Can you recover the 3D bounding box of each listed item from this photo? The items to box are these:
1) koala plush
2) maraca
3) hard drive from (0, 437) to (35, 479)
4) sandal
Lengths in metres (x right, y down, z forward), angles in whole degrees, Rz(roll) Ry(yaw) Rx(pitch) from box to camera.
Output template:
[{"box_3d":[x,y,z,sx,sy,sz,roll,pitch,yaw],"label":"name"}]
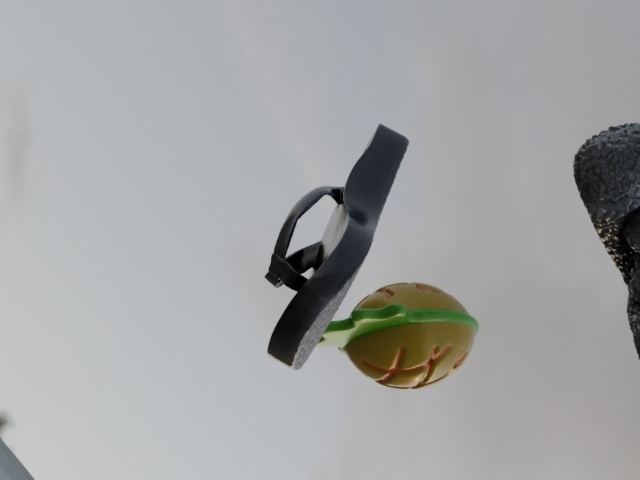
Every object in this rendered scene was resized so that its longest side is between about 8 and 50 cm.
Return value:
[{"box_3d":[0.323,-0.009,1.289,0.203,0.221,0.196,19,51,-74],"label":"koala plush"},{"box_3d":[0.071,0.086,1.644,0.127,0.185,0.099,-25,-114,32],"label":"maraca"},{"box_3d":[-0.060,0.215,0.411,0.307,0.203,0.040,53,10,-18],"label":"hard drive"},{"box_3d":[0.000,0.000,1.148,0.054,0.254,0.097,27,-61,-2],"label":"sandal"}]
